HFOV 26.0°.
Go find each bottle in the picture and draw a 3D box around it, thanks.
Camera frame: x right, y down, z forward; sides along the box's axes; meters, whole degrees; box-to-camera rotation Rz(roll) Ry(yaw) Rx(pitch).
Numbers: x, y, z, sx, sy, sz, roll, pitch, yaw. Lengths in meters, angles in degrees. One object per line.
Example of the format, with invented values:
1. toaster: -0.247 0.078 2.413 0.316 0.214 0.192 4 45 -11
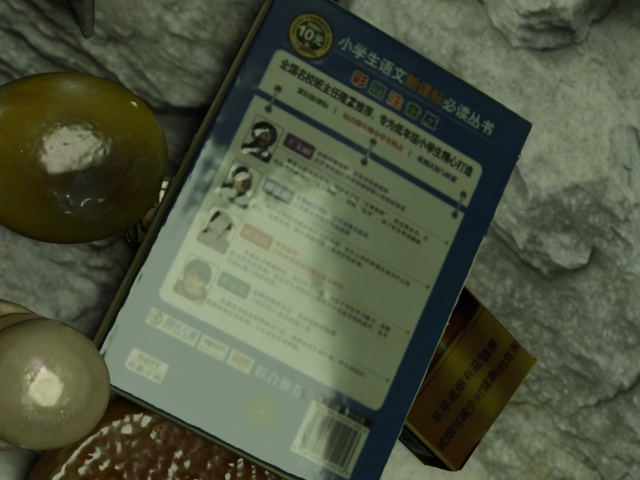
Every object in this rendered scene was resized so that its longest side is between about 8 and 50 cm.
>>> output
1. bottle: -0.149 -0.010 1.287 0.047 0.063 0.101 3 90 -55

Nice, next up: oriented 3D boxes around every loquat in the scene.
1. loquat: -0.226 -0.072 1.197 0.195 0.152 0.152 -2 90 -39

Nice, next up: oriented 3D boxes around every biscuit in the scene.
1. biscuit: -0.153 0.332 1.271 0.314 0.063 0.367 24 79 -28

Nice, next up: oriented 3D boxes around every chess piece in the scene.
1. chess piece: -0.245 0.111 1.120 0.143 0.261 0.142 2 85 -27

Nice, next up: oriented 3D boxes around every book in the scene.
1. book: 0.000 0.000 1.297 0.300 0.039 0.428 30 74 -15

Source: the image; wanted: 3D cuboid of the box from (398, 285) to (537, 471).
1. box: 0.090 0.098 1.394 0.240 0.071 0.159 46 72 -19

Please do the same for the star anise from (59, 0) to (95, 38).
1. star anise: -0.218 -0.333 1.188 0.315 0.108 0.315 -5 101 -30
